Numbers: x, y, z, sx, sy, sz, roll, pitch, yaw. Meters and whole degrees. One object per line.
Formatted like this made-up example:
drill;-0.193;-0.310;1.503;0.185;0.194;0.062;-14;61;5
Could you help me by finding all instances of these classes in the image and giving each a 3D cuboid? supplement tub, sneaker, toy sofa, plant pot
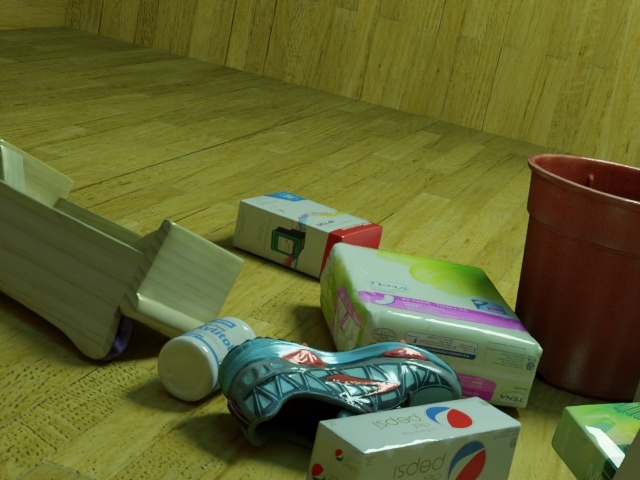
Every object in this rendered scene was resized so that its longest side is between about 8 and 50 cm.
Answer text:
supplement tub;-0.120;0.126;1.268;0.071;0.071;0.107;18;17;20
sneaker;0.028;0.177;1.204;0.262;0.104;0.125;3;35;-16
toy sofa;-0.288;0.023;1.428;0.362;0.177;0.150;23;-6;36
plant pot;0.374;0.050;1.539;0.272;0.265;0.272;10;15;-3

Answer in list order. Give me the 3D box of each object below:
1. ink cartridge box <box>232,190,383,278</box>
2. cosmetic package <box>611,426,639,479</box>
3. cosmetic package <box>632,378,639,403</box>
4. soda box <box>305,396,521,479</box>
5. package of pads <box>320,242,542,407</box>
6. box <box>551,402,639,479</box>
ink cartridge box;0.000;0.000;1.788;0.231;0.078;0.134;20;17;25
cosmetic package;0.388;0.222;0.791;0.377;0.284;0.097;31;16;29
cosmetic package;0.420;0.229;1.320;0.099;0.060;0.239;11;16;0
soda box;0.093;0.206;1.133;0.216;0.074;0.069;-2;20;-40
package of pads;0.122;0.101;1.483;0.229;0.101;0.296;11;15;-9
box;0.389;0.260;1.073;0.232;0.058;0.322;1;27;-23
